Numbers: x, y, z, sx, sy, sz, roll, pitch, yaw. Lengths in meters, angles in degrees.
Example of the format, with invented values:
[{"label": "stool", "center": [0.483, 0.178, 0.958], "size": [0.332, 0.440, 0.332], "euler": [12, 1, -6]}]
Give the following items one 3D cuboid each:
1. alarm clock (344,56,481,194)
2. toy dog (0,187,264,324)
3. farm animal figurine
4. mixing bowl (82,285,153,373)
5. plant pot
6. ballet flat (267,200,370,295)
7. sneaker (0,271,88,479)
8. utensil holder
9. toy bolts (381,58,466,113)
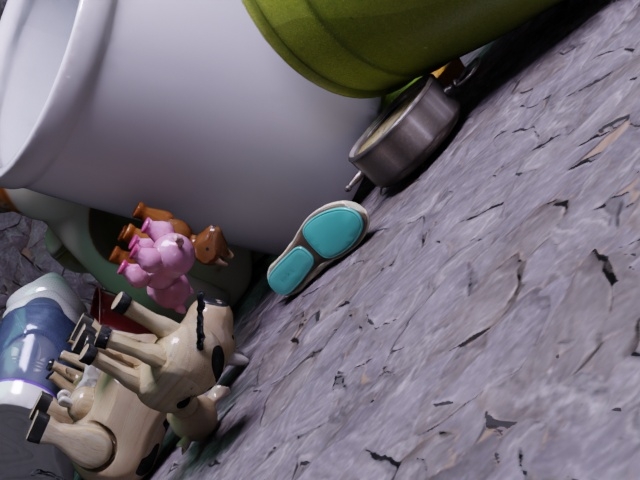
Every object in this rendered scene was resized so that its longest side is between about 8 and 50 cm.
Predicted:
[{"label": "alarm clock", "center": [0.106, -0.127, 1.228], "size": [0.192, 0.064, 0.129], "euler": [-45, 10, 29]}, {"label": "toy dog", "center": [-0.295, -0.039, 1.602], "size": [0.284, 0.408, 0.395], "euler": [-46, 9, 15]}, {"label": "farm animal figurine", "center": [-0.166, 0.129, 1.158], "size": [0.327, 0.172, 0.330], "euler": [-57, 14, 18]}, {"label": "mixing bowl", "center": [-0.247, 0.153, 1.461], "size": [0.181, 0.098, 0.182], "euler": [-173, 90, -75]}, {"label": "plant pot", "center": [0.144, -0.356, 1.167], "size": [0.353, 0.366, 0.366], "euler": [-7, 38, 46]}, {"label": "ballet flat", "center": [0.000, 0.000, 1.222], "size": [0.168, 0.057, 0.052], "euler": [-39, 3, 40]}, {"label": "sneaker", "center": [-0.358, 0.187, 1.468], "size": [0.323, 0.130, 0.236], "euler": [108, 171, -50]}, {"label": "utensil holder", "center": [-0.166, -0.171, 1.357], "size": [0.327, 0.385, 0.328], "euler": [-35, 46, 47]}, {"label": "toy bolts", "center": [0.116, -0.273, 1.476], "size": [0.228, 0.158, 0.218], "euler": [-48, 10, -3]}]
